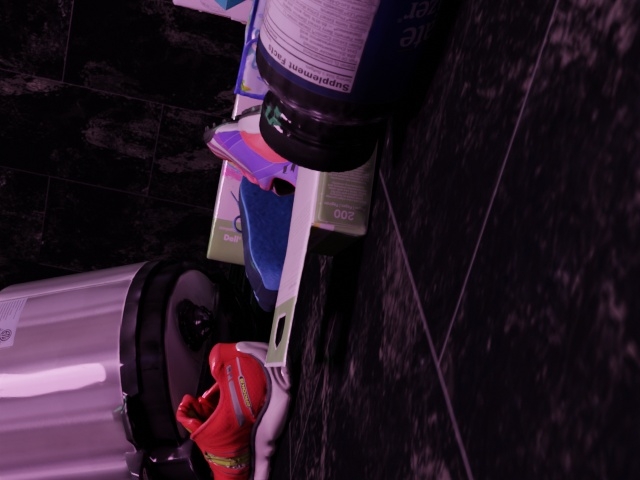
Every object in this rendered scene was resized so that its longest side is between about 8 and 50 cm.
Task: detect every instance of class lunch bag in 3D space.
[{"bbox_3d":[-0.036,-0.249,1.232,0.096,0.128,0.151,-150,73,-83],"label":"lunch bag"}]

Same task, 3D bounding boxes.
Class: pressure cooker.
[{"bbox_3d":[-0.290,0.220,1.448,0.375,0.420,0.370,19,-119,-76],"label":"pressure cooker"}]

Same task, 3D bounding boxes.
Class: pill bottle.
[{"bbox_3d":[0.022,-0.161,0.672,0.123,0.122,0.219,-87,11,-49],"label":"pill bottle"}]

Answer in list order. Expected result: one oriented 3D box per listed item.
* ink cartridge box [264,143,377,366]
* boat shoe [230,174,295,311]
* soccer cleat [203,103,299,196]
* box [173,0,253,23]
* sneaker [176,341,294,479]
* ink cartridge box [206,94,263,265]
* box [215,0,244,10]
[{"bbox_3d":[0.000,0.000,0.855,0.171,0.056,0.235,138,140,-78],"label":"ink cartridge box"},{"bbox_3d":[-0.077,-0.015,1.279,0.258,0.109,0.089,-83,5,-48],"label":"boat shoe"},{"bbox_3d":[-0.069,-0.108,1.196,0.318,0.108,0.116,2,109,70],"label":"soccer cleat"},{"bbox_3d":[-0.109,-0.507,1.671,0.127,0.262,0.231,116,165,-62],"label":"box"},{"bbox_3d":[-0.109,0.218,1.094,0.107,0.118,0.279,-89,12,-57],"label":"sneaker"},{"bbox_3d":[-0.098,-0.148,1.581,0.207,0.119,0.354,-114,35,-78],"label":"ink cartridge box"},{"bbox_3d":[-0.065,-0.412,1.297,0.244,0.100,0.060,-35,-17,-28],"label":"box"}]
